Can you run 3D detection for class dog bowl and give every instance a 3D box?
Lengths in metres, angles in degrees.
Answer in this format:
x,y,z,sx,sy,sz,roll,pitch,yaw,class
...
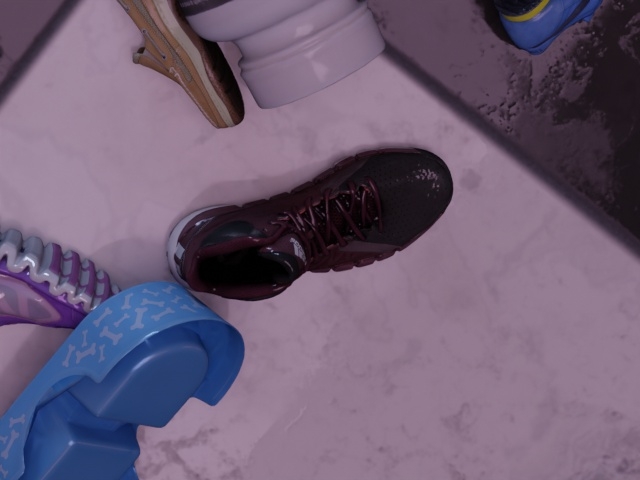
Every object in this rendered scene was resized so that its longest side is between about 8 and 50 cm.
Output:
x,y,z,sx,sy,sz,roll,pitch,yaw,class
-0.199,0.157,1.787,0.297,0.074,0.166,-49,146,16,dog bowl

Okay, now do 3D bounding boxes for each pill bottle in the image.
x,y,z,sx,sy,sz,roll,pitch,yaw,class
-0.066,-0.285,1.714,0.176,0.176,0.318,-27,103,-1,pill bottle

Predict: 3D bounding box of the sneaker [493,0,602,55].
x,y,z,sx,sy,sz,roll,pitch,yaw,class
0.250,-0.263,1.825,0.209,0.069,0.082,-48,136,-5,sneaker

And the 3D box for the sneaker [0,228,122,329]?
x,y,z,sx,sy,sz,roll,pitch,yaw,class
-0.293,0.046,1.800,0.236,0.095,0.104,25,104,-6,sneaker

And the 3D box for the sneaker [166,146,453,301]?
x,y,z,sx,sy,sz,roll,pitch,yaw,class
0.000,0.000,1.785,0.281,0.162,0.106,-20,103,-3,sneaker

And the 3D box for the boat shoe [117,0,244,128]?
x,y,z,sx,sy,sz,roll,pitch,yaw,class
-0.140,-0.180,1.789,0.072,0.068,0.190,-28,94,11,boat shoe
